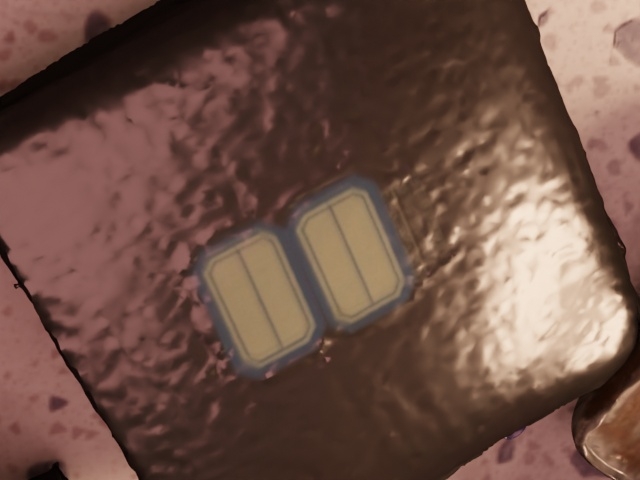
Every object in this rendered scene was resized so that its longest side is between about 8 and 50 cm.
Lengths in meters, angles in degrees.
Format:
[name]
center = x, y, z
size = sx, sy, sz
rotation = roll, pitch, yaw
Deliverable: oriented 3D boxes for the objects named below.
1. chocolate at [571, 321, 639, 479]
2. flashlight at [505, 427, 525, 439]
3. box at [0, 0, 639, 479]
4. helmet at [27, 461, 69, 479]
[chocolate]
center = 0.279, 0.057, 1.159
size = 0.157, 0.080, 0.254
rotation = 23, 114, -28
[flashlight]
center = 0.083, 0.113, 1.161
size = 0.121, 0.035, 0.057
rotation = -2, 115, -13
[box]
center = 0.000, 0.000, 1.044
size = 0.350, 0.091, 0.359
rotation = -31, 117, -9
[helmet]
center = -0.228, 0.238, 1.071
size = 0.189, 0.193, 0.216
rotation = -8, 157, -9
